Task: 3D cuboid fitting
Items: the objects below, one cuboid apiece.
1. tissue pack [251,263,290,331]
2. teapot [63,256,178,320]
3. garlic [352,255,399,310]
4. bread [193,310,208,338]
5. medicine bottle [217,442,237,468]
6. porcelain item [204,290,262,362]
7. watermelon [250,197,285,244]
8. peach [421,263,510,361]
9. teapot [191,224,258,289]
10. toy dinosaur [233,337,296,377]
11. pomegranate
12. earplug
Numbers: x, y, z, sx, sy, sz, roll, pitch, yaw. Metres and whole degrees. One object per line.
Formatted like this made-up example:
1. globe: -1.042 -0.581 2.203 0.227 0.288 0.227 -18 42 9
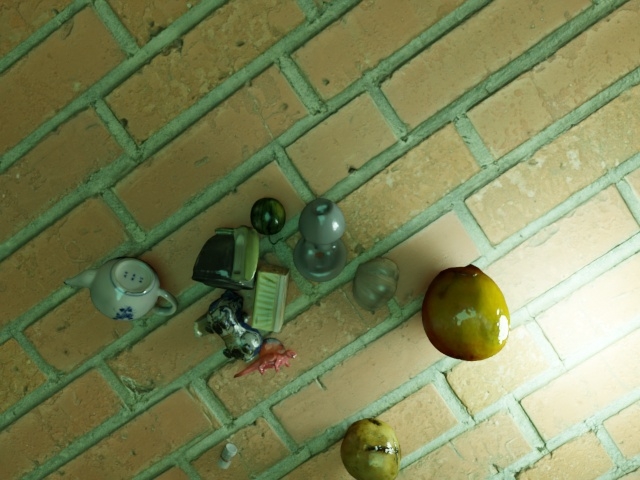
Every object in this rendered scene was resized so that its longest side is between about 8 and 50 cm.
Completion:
1. tissue pack: -0.196 0.222 1.731 0.125 0.159 0.234 8 99 -1
2. teapot: -0.770 0.203 1.711 0.424 0.252 0.280 24 134 -25
3. garlic: 0.219 0.184 1.732 0.178 0.143 0.229 21 107 -4
4. bread: -0.435 0.336 1.759 0.105 0.152 0.077 -4 99 6
5. medicine bottle: -0.405 0.937 1.893 0.057 0.057 0.089 27 98 -3
6. porcelain item: -0.341 0.345 1.758 0.138 0.186 0.288 -23 112 30
7. watermelon: -0.203 -0.073 1.698 0.141 0.140 0.187 -1 102 1
8. peach: 0.554 0.273 1.663 0.373 0.290 0.372 0 94 1
9. teapot: -0.353 0.060 1.645 0.240 0.321 0.239 9 79 -6
10. toy dinosaur: -0.243 0.486 1.828 0.286 0.070 0.138 -13 88 6
11. pomegranate: 0.211 0.861 1.776 0.261 0.260 0.260 0 99 1
12. earplug: 0.001 -0.002 1.687 0.214 0.175 0.325 3 99 2
